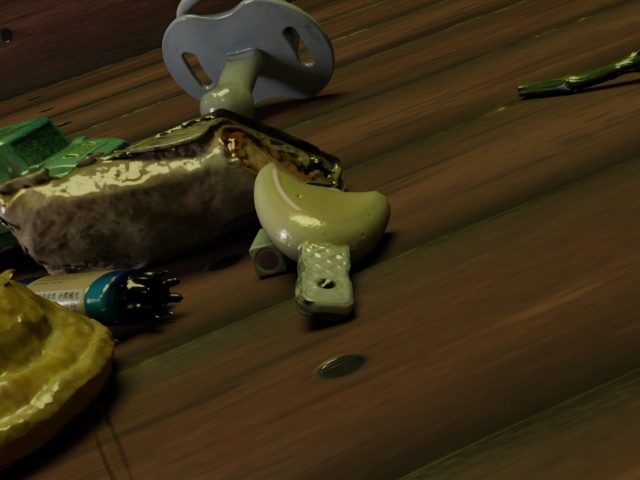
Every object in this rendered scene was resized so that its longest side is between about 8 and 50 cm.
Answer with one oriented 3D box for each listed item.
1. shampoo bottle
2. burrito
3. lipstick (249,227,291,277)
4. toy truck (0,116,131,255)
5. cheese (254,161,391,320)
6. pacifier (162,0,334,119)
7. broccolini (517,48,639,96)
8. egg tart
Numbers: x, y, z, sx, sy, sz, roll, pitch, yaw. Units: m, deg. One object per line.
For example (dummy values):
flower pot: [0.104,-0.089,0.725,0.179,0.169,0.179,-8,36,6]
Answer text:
shampoo bottle: [-0.206,0.053,1.010,0.183,0.050,0.087,-5,2,35]
burrito: [-0.140,-0.048,1.116,0.347,0.107,0.175,-16,-19,-5]
lipstick: [-0.040,-0.003,1.066,0.030,0.030,0.129,-14,17,11]
toy truck: [-0.352,-0.050,1.304,0.278,0.156,0.155,-11,18,23]
cheese: [0.000,0.001,0.957,0.127,0.050,0.235,8,26,-3]
pacifier: [-0.127,-0.262,1.710,0.287,0.238,0.226,-7,49,23]
broccolini: [0.337,-0.196,1.288,0.239,0.051,0.054,-12,23,38]
egg tart: [-0.299,0.102,0.864,0.290,0.115,0.290,-15,16,4]
